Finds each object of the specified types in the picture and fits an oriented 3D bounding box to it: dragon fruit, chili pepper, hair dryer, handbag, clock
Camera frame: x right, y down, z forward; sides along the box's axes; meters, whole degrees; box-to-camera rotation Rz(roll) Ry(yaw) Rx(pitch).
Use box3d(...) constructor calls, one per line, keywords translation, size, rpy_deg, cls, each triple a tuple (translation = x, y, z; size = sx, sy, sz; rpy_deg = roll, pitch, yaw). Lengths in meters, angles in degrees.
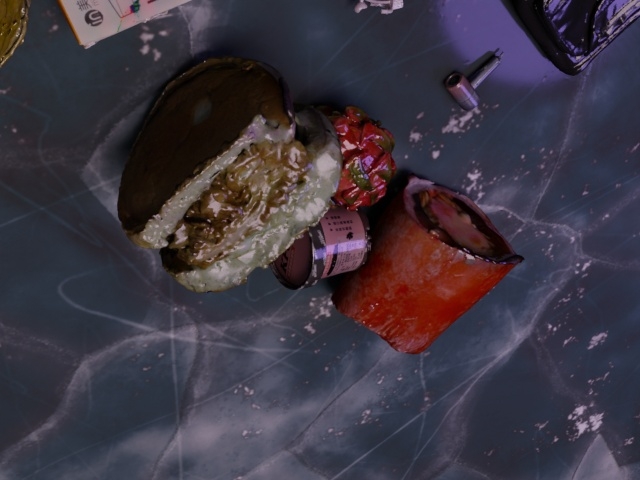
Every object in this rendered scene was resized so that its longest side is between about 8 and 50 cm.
box3d(translation=(0.033, -0.140, 1.600), size=(0.166, 0.160, 0.172), rpy_deg=(0, 131, 15), cls="dragon fruit")
box3d(translation=(0.172, 0.070, 1.778), size=(0.251, 0.229, 0.305), rpy_deg=(9, 122, -53), cls="chili pepper")
box3d(translation=(0.265, -0.278, 1.680), size=(0.114, 0.037, 0.063), rpy_deg=(-45, 131, 1), cls="hair dryer")
box3d(translation=(0.460, -0.419, 1.634), size=(0.275, 0.088, 0.244), rpy_deg=(-43, 136, 8), cls="handbag")
box3d(translation=(0.079, -0.382, 1.494), size=(0.129, 0.041, 0.087), rpy_deg=(-11, 126, -26), cls="clock")

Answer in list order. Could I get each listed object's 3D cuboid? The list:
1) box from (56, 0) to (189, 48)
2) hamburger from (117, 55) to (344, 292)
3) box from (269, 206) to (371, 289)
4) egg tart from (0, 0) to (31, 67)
box3d(translation=(-0.264, -0.407, 1.264), size=(0.221, 0.091, 0.274), rpy_deg=(-23, 133, -8), cls="box")
box3d(translation=(-0.139, -0.109, 1.441), size=(0.318, 0.277, 0.195), rpy_deg=(-39, 129, 13), cls="hamburger")
box3d(translation=(0.000, 0.000, 1.690), size=(0.135, 0.151, 0.151), rpy_deg=(-8, 129, -32), cls="box")
box3d(translation=(-0.498, -0.292, 1.218), size=(0.315, 0.120, 0.315), rpy_deg=(-14, 130, -18), cls="egg tart")
